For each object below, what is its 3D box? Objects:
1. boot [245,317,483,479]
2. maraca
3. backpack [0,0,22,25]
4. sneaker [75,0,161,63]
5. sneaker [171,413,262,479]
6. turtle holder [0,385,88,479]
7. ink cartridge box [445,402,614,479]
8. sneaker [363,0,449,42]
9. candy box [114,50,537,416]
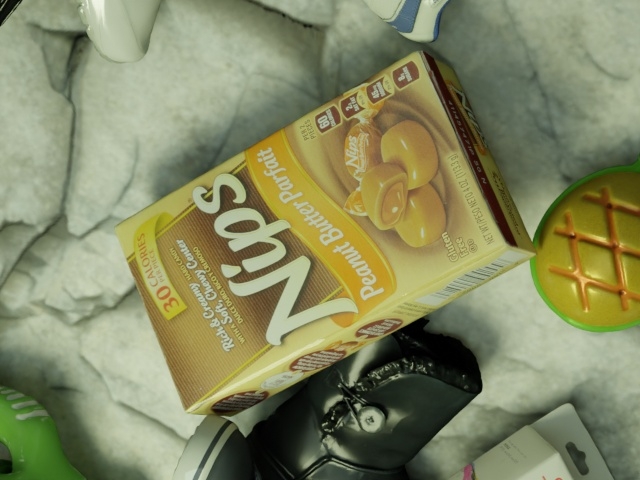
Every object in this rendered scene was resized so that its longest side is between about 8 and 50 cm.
[{"bbox_3d":[0.074,0.190,1.663,0.246,0.094,0.207,44,115,4],"label":"boot"},{"bbox_3d":[0.258,-0.006,1.563,0.185,0.099,0.127,-41,86,5],"label":"maraca"},{"bbox_3d":[-0.315,-0.240,1.544,0.191,0.225,0.253,43,116,-15],"label":"backpack"},{"bbox_3d":[-0.128,-0.283,1.562,0.129,0.111,0.297,14,110,2],"label":"sneaker"},{"bbox_3d":[-0.069,0.286,1.657,0.127,0.126,0.321,19,133,13],"label":"sneaker"},{"bbox_3d":[-0.309,0.300,1.711,0.227,0.243,0.320,-4,116,32],"label":"turtle holder"},{"bbox_3d":[0.167,0.242,1.625,0.198,0.067,0.115,-34,114,-6],"label":"ink cartridge box"},{"bbox_3d":[0.152,-0.276,1.513,0.296,0.112,0.131,-34,114,21],"label":"sneaker"},{"bbox_3d":[0.000,0.000,1.593,0.316,0.087,0.183,-29,72,18],"label":"candy box"}]
